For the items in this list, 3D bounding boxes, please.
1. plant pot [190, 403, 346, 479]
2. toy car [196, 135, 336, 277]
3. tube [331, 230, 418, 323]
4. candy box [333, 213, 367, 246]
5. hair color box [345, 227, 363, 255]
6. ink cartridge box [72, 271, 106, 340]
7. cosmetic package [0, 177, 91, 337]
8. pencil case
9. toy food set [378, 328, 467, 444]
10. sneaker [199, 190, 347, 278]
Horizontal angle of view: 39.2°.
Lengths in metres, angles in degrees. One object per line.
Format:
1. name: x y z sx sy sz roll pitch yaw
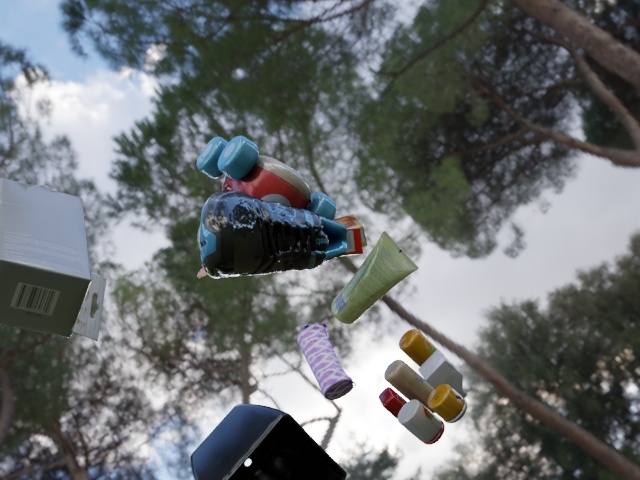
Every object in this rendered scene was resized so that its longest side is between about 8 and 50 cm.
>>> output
1. plant pot: -0.105 0.381 1.498 0.187 0.167 0.188 -47 -59 -14
2. toy car: -0.137 -0.028 1.584 0.219 0.210 0.238 34 -100 -25
3. tube: 0.098 0.079 1.700 0.070 0.062 0.240 16 -38 -18
4. candy box: 0.000 0.000 1.976 0.187 0.109 0.053 -17 -72 -4
5. hair color box: -0.008 0.010 1.691 0.093 0.167 0.053 -6 -89 -35
6. ink cartridge box: -0.513 0.112 1.760 0.045 0.145 0.179 -23 -36 36
7. cosmetic package: -0.395 0.017 1.241 0.127 0.238 0.107 15 -68 -24
8. pencil case: 0.012 0.307 2.292 0.088 0.206 0.086 -26 -36 -2
9. toy food set: 0.160 0.223 1.262 0.104 0.232 0.111 42 -87 -16
10. sneaker: -0.066 -0.011 1.331 0.341 0.140 0.125 -9 -80 -69
